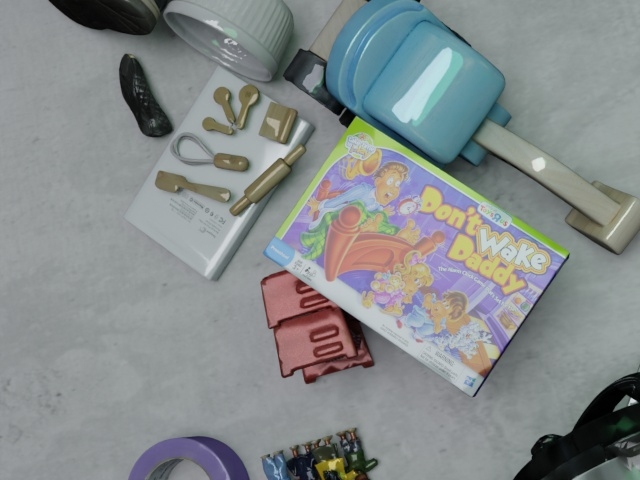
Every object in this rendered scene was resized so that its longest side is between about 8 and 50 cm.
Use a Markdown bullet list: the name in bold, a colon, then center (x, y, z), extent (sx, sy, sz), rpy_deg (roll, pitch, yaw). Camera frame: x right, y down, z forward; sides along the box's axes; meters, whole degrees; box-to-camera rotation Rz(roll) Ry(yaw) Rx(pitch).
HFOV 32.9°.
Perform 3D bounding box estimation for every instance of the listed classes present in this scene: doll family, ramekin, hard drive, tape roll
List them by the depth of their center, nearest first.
- **doll family**: center (-0.008, 0.370, 1.689), extent (0.193, 0.076, 0.111), rpy_deg (-20, 81, 20)
- **tape roll**: center (-0.212, 0.412, 1.745), extent (0.189, 0.080, 0.189), rpy_deg (-3, 82, 19)
- **ramekin**: center (-0.141, -0.359, 1.765), extent (0.207, 0.207, 0.109), rpy_deg (27, 83, 20)
- **hard drive**: center (-0.174, -0.114, 1.824), extent (0.203, 0.040, 0.307), rpy_deg (34, 94, 19)

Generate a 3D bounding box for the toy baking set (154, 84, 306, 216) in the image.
- **toy baking set**: center (-0.147, -0.142, 1.785), extent (0.256, 0.030, 0.197), rpy_deg (-46, 69, 7)

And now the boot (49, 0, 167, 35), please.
- **boot**: center (-0.336, -0.511, 1.876), extent (0.377, 0.138, 0.284), rpy_deg (22, 72, 46)

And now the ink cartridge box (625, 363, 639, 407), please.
- **ink cartridge box**: center (0.563, 0.182, 1.535), extent (0.206, 0.045, 0.208), rpy_deg (19, 89, 20)

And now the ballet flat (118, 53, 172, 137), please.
- **ballet flat**: center (-0.311, -0.252, 1.895), extent (0.057, 0.049, 0.173), rpy_deg (-42, 64, 43)

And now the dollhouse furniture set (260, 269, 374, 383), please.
- **dollhouse furniture set**: center (0.114, 0.090, 1.625), extent (0.374, 0.201, 0.152), rpy_deg (-17, 77, 9)

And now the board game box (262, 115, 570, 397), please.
- **board game box**: center (0.130, 0.021, 1.488), extent (0.347, 0.078, 0.233), rpy_deg (34, 90, 13)

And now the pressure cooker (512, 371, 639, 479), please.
- **pressure cooker**: center (0.436, 0.380, 1.355), extent (0.370, 0.375, 0.420), rpy_deg (-34, 52, 17)

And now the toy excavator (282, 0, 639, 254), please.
- **toy excavator**: center (0.222, -0.167, 1.585), extent (0.222, 0.433, 0.445), rpy_deg (-53, 43, 5)
